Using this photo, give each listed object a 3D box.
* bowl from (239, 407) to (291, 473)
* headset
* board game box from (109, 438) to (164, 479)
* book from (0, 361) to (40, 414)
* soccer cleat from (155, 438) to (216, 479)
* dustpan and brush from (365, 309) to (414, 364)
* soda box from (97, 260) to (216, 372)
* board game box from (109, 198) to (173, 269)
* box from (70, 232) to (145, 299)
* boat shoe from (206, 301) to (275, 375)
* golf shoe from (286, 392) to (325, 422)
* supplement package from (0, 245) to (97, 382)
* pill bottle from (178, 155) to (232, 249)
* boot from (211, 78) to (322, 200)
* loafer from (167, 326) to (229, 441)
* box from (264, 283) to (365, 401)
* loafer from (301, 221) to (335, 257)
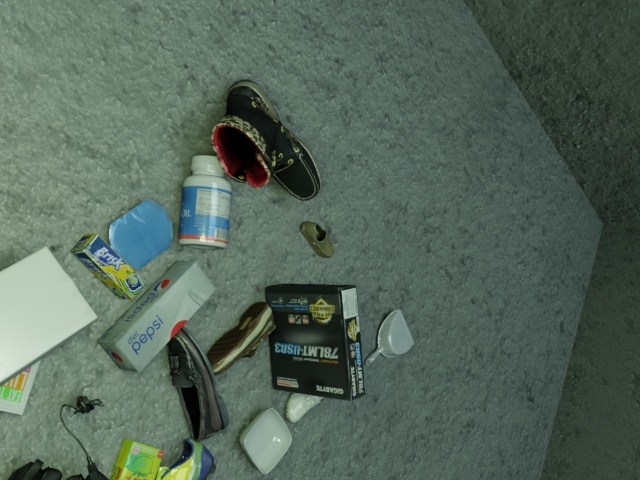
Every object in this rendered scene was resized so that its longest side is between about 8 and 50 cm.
[{"bbox_3d":[-0.154,0.538,1.922,0.142,0.053,0.142,-46,118,-37],"label":"bowl"},{"bbox_3d":[-0.531,0.521,1.463,0.243,0.185,0.395,13,78,-15],"label":"headset"},{"bbox_3d":[-0.437,0.560,1.638,0.092,0.043,0.181,34,64,-40],"label":"board game box"},{"bbox_3d":[-0.636,0.277,1.462,0.096,0.035,0.144,29,65,-43],"label":"book"},{"bbox_3d":[-0.366,0.603,1.684,0.121,0.093,0.289,50,53,-19],"label":"soccer cleat"},{"bbox_3d":[0.216,0.339,2.320,0.211,0.060,0.147,-44,117,-46],"label":"dustpan and brush"},{"bbox_3d":[-0.381,0.174,1.682,0.286,0.091,0.098,-49,122,-35],"label":"soda box"},{"bbox_3d":[-0.430,-0.014,1.687,0.168,0.033,0.133,-41,121,-33],"label":"board game box"},{"bbox_3d":[-0.479,0.060,1.610,0.169,0.059,0.054,52,52,-31],"label":"box"},{"bbox_3d":[-0.197,0.274,1.865,0.257,0.095,0.095,-46,123,-37],"label":"boat shoe"},{"bbox_3d":[-0.030,0.447,2.032,0.176,0.086,0.069,-55,126,-31],"label":"golf shoe"},{"bbox_3d":[-0.614,0.175,1.355,0.293,0.175,0.178,-37,93,-40],"label":"supplement package"},{"bbox_3d":[-0.285,-0.093,1.773,0.124,0.124,0.222,11,79,-45],"label":"pill bottle"},{"bbox_3d":[-0.137,-0.213,1.839,0.377,0.138,0.284,57,21,-22],"label":"boot"},{"bbox_3d":[-0.313,0.355,1.737,0.095,0.109,0.303,-34,115,-37],"label":"loafer"},{"bbox_3d":[-0.020,0.265,1.903,0.073,0.295,0.294,-5,92,-46],"label":"box"},{"bbox_3d":[0.000,0.000,2.111,0.148,0.050,0.056,46,58,-34],"label":"loafer"}]
